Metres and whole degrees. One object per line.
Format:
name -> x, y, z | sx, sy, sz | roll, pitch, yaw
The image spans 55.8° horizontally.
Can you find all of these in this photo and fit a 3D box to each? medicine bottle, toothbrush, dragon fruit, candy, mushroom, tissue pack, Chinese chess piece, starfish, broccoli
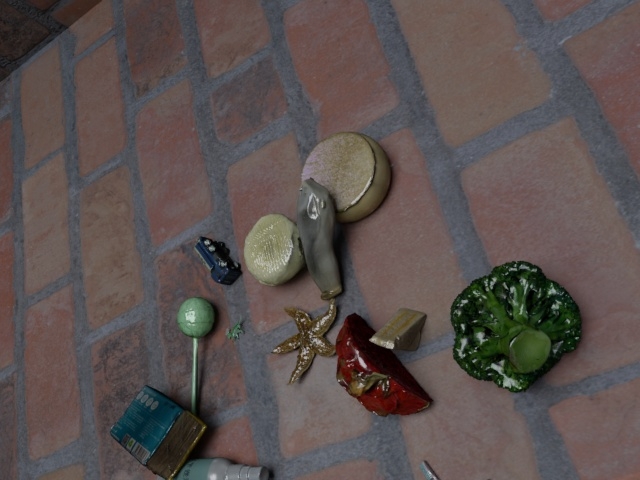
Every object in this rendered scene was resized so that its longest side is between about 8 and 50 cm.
medicine bottle -> -0.304, 0.677, 1.725 | 0.351, 0.110, 0.110 | -15, 67, 28
toothbrush -> 0.306, 0.635, 1.404 | 0.027, 0.021, 0.269 | -52, 48, 24
dragon fruit -> 0.102, 0.334, 1.529 | 0.152, 0.205, 0.317 | -47, 56, 11
candy -> -0.391, 0.397, 1.888 | 0.119, 0.119, 0.440 | -7, 78, 30
mushroom -> -0.002, 0.001, 1.695 | 0.109, 0.097, 0.352 | 2, 110, 28
tissue pack -> -0.484, 0.567, 1.804 | 0.270, 0.134, 0.192 | 11, 58, 50
Chinese chess piece -> 0.073, -0.187, 1.771 | 0.269, 0.112, 0.270 | -11, 69, 29
starfish -> -0.042, 0.275, 1.724 | 0.235, 0.062, 0.277 | 27, 93, 35
broccoli -> 0.437, 0.193, 1.330 | 0.297, 0.297, 0.298 | 0, 94, 0

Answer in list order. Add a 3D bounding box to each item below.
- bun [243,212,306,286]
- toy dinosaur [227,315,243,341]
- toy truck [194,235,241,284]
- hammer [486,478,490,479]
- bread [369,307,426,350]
bun -> -0.122, 0.035, 1.807 | 0.220, 0.134, 0.221 | -9, 75, 35
toy dinosaur -> -0.265, 0.274, 1.886 | 0.062, 0.021, 0.083 | -7, 72, 43
toy truck -> -0.344, 0.060, 1.971 | 0.088, 0.074, 0.202 | -51, 55, 13
hammer -> 0.349, 0.646, 1.392 | 0.062, 0.013, 0.199 | 41, 98, 34
bread -> 0.198, 0.223, 1.541 | 0.077, 0.152, 0.105 | 11, 85, 33
